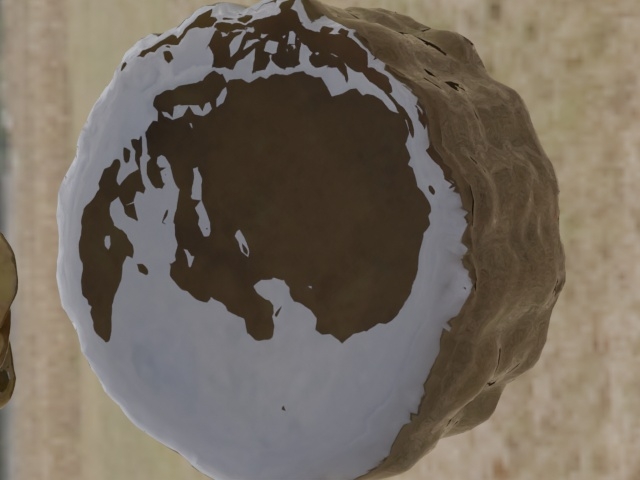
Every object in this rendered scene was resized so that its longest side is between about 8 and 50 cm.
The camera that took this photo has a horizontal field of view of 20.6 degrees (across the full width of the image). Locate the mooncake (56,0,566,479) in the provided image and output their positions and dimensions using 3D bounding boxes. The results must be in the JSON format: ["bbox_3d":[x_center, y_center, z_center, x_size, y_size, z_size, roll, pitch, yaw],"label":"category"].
[{"bbox_3d":[-0.002,0.001,1.149,0.187,0.324,0.324,-8,-80,-59],"label":"mooncake"}]

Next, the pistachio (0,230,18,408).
[{"bbox_3d":[-0.298,0.015,0.909,0.162,0.293,0.181,91,-164,-53],"label":"pistachio"}]
